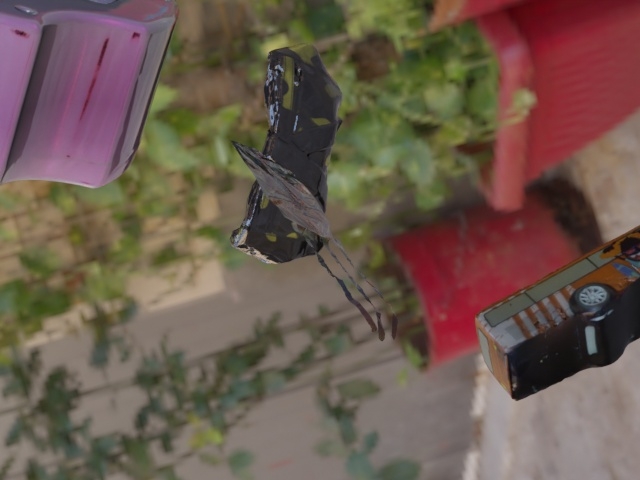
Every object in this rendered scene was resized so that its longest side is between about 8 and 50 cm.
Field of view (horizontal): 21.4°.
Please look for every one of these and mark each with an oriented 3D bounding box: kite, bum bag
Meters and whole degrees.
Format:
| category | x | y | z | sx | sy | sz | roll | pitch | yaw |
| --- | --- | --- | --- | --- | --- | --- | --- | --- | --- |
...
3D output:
| category | x | y | z | sx | sy | sz | roll | pitch | yaw |
| --- | --- | --- | --- | --- | --- | --- | --- | --- | --- |
| kite | 0.002 | -0.002 | 1.512 | 0.229 | 0.016 | 0.127 | 55 | -162 | 22 |
| bum bag | -0.028 | -0.088 | 1.707 | 0.060 | 0.106 | 0.232 | -4 | 71 | 50 |

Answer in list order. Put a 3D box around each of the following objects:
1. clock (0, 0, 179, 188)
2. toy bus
| category | x | y | z | sx | sy | sz | roll | pitch | yaw |
| --- | --- | --- | --- | --- | --- | --- | --- | --- | --- |
| clock | -0.251 | -0.139 | 0.988 | 0.102 | 0.338 | 0.338 | -69 | 26 | 16 |
| toy bus | 0.357 | 0.037 | 1.813 | 0.092 | 0.409 | 0.093 | 49 | 160 | 48 |
